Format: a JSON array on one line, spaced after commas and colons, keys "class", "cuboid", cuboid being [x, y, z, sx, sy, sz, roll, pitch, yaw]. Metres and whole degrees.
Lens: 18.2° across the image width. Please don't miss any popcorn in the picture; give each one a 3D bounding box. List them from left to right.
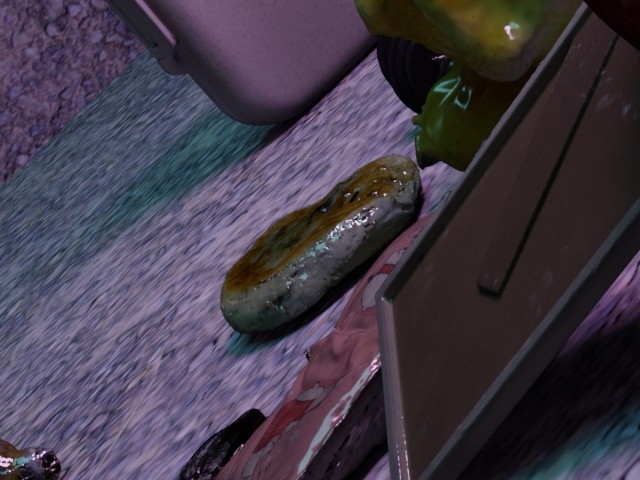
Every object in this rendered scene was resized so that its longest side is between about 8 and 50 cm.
[{"class": "popcorn", "cuboid": [0.146, -0.223, 1.296, 0.335, 0.279, 0.274, -30, 28, 18]}]

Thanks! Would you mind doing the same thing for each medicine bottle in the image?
[{"class": "medicine bottle", "cuboid": [-0.095, -0.315, 2.045, 0.282, 0.375, 0.123, -45, 17, -16]}]

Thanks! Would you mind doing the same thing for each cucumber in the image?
[{"class": "cucumber", "cuboid": [-0.067, 0.141, 1.227, 0.033, 0.034, 0.135, -39, 12, 28]}]

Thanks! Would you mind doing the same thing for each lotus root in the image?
[{"class": "lotus root", "cuboid": [-0.274, 0.192, 1.553, 0.165, 0.088, 0.088, -17, 25, 38]}]

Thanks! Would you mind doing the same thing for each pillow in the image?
[{"class": "pillow", "cuboid": [0.030, 0.070, 1.161, 0.248, 0.049, 0.135, -50, 17, -23]}]

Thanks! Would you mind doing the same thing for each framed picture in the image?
[{"class": "framed picture", "cuboid": [0.097, 0.000, 0.986, 0.250, 0.016, 0.184, -56, 22, 29]}]

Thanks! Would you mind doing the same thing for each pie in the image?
[{"class": "pie", "cuboid": [0.000, 0.000, 1.485, 0.187, 0.041, 0.187, -38, 12, 10]}]

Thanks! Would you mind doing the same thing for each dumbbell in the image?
[{"class": "dumbbell", "cuboid": [0.097, -0.149, 1.574, 0.099, 0.099, 0.208, -39, 14, 5]}]

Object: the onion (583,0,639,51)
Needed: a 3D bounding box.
[{"class": "onion", "cuboid": [0.227, -0.186, 0.832, 0.341, 0.341, 0.341, -38, 13, 11]}]
